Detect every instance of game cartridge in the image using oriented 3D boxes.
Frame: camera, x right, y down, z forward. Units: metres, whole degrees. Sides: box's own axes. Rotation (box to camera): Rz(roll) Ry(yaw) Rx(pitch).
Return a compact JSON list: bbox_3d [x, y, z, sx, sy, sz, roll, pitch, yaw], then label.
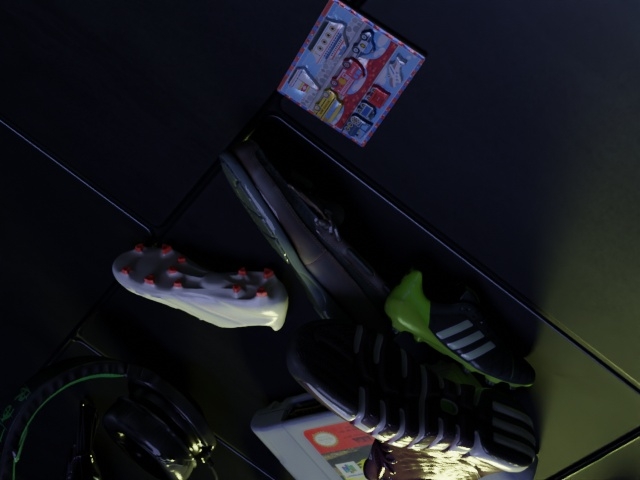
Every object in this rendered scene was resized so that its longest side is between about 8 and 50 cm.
[{"bbox_3d":[0.083,0.237,1.501,0.294,0.060,0.196,-19,123,40],"label":"game cartridge"}]

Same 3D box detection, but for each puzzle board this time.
[{"bbox_3d":[0.024,-0.146,1.193,0.096,0.011,0.128,32,137,-3],"label":"puzzle board"}]

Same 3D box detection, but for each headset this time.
[{"bbox_3d":[-0.187,0.281,1.560,0.394,0.243,0.185,24,169,-36],"label":"headset"}]

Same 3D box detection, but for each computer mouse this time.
[{"bbox_3d":[-0.305,0.346,1.731,0.060,0.184,0.262,9,137,-12],"label":"computer mouse"}]

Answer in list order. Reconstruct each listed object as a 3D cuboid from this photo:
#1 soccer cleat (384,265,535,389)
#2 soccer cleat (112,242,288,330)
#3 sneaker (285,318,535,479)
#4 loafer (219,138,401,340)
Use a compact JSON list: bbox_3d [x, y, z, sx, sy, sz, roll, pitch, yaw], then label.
[{"bbox_3d":[0.146,0.087,1.319,0.179,0.060,0.072,29,98,-18],"label":"soccer cleat"},{"bbox_3d":[-0.129,0.056,1.431,0.196,0.068,0.076,11,138,15],"label":"soccer cleat"},{"bbox_3d":[0.059,0.186,1.324,0.281,0.106,0.162,27,138,-20],"label":"sneaker"},{"bbox_3d":[0.000,0.000,1.311,0.267,0.084,0.096,57,174,-26],"label":"loafer"}]
